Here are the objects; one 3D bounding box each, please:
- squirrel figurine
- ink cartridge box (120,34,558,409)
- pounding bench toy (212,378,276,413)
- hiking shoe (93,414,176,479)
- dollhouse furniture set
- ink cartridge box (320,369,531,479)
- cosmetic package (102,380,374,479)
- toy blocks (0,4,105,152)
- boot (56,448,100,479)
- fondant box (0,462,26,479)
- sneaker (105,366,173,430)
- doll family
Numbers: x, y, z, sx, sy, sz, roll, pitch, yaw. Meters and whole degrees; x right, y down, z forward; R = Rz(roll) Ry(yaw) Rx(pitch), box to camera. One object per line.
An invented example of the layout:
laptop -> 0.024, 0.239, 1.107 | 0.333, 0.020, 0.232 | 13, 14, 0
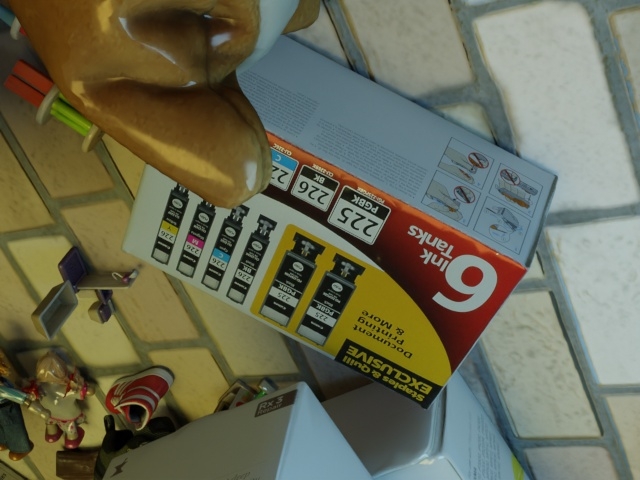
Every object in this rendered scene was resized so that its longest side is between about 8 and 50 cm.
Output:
squirrel figurine -> -0.076, -0.297, 0.636 | 0.397, 0.281, 0.370 | 34, 127, -7
ink cartridge box -> 0.000, 0.000, 0.930 | 0.309, 0.130, 0.272 | 27, 134, 2
pounding bench toy -> -0.087, 0.194, 1.172 | 0.052, 0.065, 0.083 | 37, 133, -6
hiking shoe -> -0.180, 0.264, 1.228 | 0.226, 0.086, 0.114 | 4, 95, 33
dollhouse furniture set -> -0.235, 0.074, 1.114 | 0.081, 0.114, 0.091 | -2, 124, 21
ink cartridge box -> 0.099, 0.340, 1.103 | 0.279, 0.160, 0.385 | -25, 114, 21
cosmetic package -> -0.015, 0.333, 0.930 | 0.217, 0.156, 0.385 | -27, 113, 21
toy blocks -> -0.249, -0.162, 0.965 | 0.148, 0.054, 0.123 | 34, 133, -4
boot -> -0.285, 0.312, 1.381 | 0.114, 0.037, 0.106 | -14, 106, 30
fondant box -> -0.397, 0.484, 1.535 | 0.330, 0.096, 0.238 | 38, 133, -6
sneaker -> -0.223, 0.191, 1.232 | 0.042, 0.067, 0.118 | 46, 132, -16
doll family -> -0.408, 0.186, 1.280 | 0.262, 0.118, 0.163 | 12, 130, 16
